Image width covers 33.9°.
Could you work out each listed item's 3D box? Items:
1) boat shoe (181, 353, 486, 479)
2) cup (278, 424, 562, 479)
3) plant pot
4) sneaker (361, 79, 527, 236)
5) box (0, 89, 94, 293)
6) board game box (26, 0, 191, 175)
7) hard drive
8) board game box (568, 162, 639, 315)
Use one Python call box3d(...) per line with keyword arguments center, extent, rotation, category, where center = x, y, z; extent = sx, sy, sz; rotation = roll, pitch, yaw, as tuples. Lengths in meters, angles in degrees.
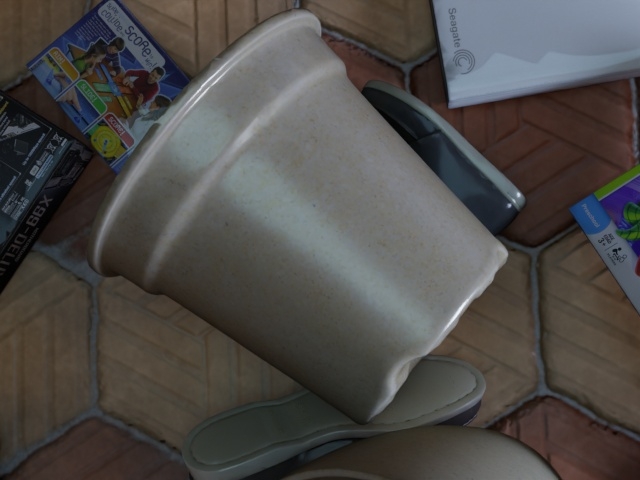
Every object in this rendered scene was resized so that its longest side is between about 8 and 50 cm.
box3d(center=(0.021, 0.211, 1.111), extent=(0.324, 0.116, 0.096), rotation=(-16, 122, -9), category="boat shoe")
box3d(center=(0.119, 0.304, 0.976), extent=(0.331, 0.237, 0.331), rotation=(14, 117, 30), category="cup")
box3d(center=(0.000, 0.000, 1.029), extent=(0.305, 0.334, 0.334), rotation=(40, 88, 7), category="plant pot")
box3d(center=(0.106, -0.072, 1.149), extent=(0.222, 0.083, 0.118), rotation=(42, 88, 8), category="sneaker")
box3d(center=(-0.448, -0.043, 1.202), extent=(0.242, 0.076, 0.307), rotation=(32, 86, 9), category="box")
box3d(center=(-0.226, -0.170, 1.218), extent=(0.136, 0.035, 0.201), rotation=(-40, 81, -1), category="board game box")
box3d(center=(0.299, -0.292, 1.179), extent=(0.353, 0.047, 0.233), rotation=(-9, 81, 5), category="hard drive")
box3d(center=(0.441, 0.051, 1.036), extent=(0.233, 0.078, 0.347), rotation=(-34, 64, 11), category="board game box")
